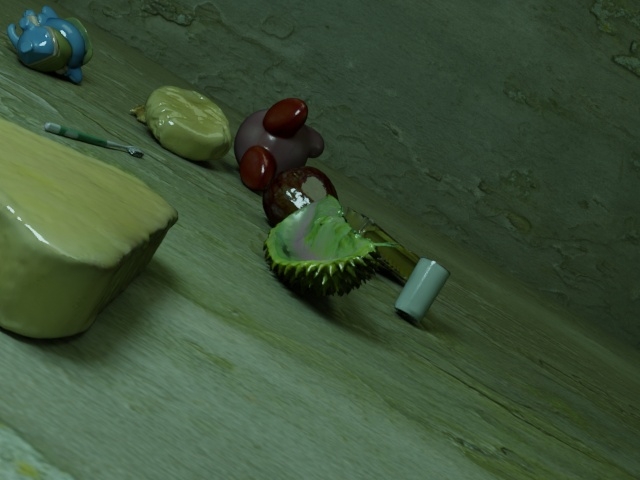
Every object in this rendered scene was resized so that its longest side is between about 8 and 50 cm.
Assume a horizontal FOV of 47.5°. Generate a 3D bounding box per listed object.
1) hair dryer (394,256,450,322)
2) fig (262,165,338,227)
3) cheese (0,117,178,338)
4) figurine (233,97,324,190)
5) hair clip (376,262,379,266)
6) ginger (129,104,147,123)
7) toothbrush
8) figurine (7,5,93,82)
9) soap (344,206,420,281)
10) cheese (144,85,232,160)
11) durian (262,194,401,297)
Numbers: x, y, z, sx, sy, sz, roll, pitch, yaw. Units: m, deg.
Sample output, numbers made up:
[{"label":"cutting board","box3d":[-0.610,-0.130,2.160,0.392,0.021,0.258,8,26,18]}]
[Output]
[{"label":"hair dryer","box3d":[0.220,0.122,1.640,0.073,0.131,0.236,31,-8,8]},{"label":"fig","box3d":[-0.010,-0.045,1.624,0.170,0.146,0.274,-20,54,-29]},{"label":"cheese","box3d":[-0.362,-0.055,0.842,0.384,0.104,0.384,29,12,-7]},{"label":"figurine","box3d":[-0.138,-0.264,2.011,0.211,0.270,0.261,29,1,21]},{"label":"hair clip","box3d":[0.062,0.022,1.751,0.173,0.046,0.072,37,3,35]},{"label":"ginger","box3d":[-0.419,-0.324,1.984,0.176,0.053,0.193,45,18,33]},{"label":"toothbrush","box3d":[-0.449,-0.200,1.463,0.024,0.018,0.257,44,15,26]},{"label":"figurine","box3d":[-0.682,-0.504,1.835,0.180,0.154,0.262,44,10,9]},{"label":"soap","box3d":[0.153,0.014,1.837,0.233,0.076,0.135,35,0,-28]},{"label":"cheese","box3d":[-0.337,-0.291,1.849,0.226,0.117,0.214,8,39,-39]},{"label":"durian","box3d":[-0.003,0.009,1.335,0.157,0.170,0.355,26,8,-24]}]
